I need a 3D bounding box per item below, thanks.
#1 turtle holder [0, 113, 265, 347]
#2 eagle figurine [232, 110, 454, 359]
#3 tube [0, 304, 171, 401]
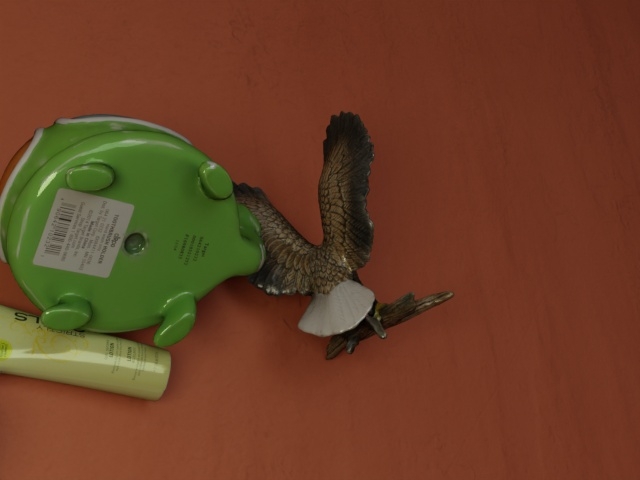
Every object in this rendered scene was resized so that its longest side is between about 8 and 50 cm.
[{"bbox_3d":[-0.209,-0.038,1.134,0.320,0.243,0.227,-19,32,-25],"label":"turtle holder"},{"bbox_3d":[-0.004,0.002,1.327,0.226,0.225,0.298,-26,89,-37],"label":"eagle figurine"},{"bbox_3d":[-0.284,0.123,1.093,0.240,0.070,0.062,17,95,-23],"label":"tube"}]
